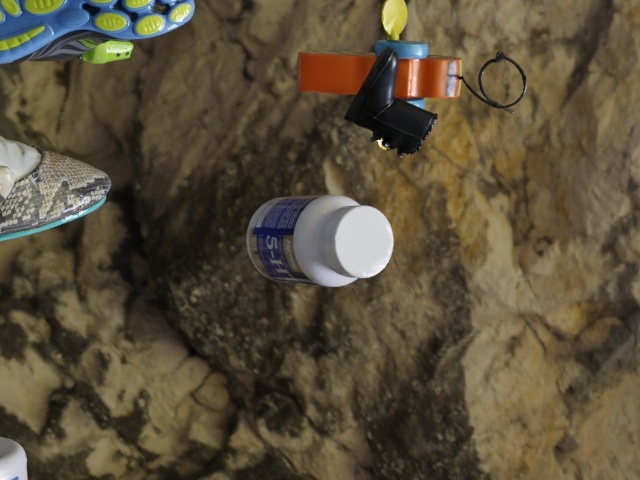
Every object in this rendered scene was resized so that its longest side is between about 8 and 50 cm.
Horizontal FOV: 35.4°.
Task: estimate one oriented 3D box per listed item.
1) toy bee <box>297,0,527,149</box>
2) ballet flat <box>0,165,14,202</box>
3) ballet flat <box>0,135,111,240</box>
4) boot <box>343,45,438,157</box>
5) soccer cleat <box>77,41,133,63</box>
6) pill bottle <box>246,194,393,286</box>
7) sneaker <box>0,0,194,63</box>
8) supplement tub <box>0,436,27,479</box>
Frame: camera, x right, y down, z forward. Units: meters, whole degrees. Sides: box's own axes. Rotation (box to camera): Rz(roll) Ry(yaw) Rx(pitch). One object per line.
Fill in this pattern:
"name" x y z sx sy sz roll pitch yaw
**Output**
"toy bee" 0.126 -0.213 1.360 0.298 0.162 0.195 28 -70 12
"ballet flat" -0.403 -0.021 1.079 0.173 0.057 0.049 -36 -142 -11
"ballet flat" -0.530 -0.054 1.361 0.483 0.182 0.164 -22 -146 -17
"boot" 0.093 -0.162 1.193 0.099 0.121 0.045 28 -142 -4
"soccer cleat" -0.294 -0.280 1.253 0.072 0.060 0.179 -7 -131 -38
"pill bottle" 0.000 0.000 1.219 0.112 0.112 0.187 -53 -154 -21
"sneaker" -0.201 -0.191 0.841 0.188 0.067 0.078 -13 -170 -1
"supplement tub" -0.417 0.345 1.181 0.144 0.144 0.199 3 -82 24
